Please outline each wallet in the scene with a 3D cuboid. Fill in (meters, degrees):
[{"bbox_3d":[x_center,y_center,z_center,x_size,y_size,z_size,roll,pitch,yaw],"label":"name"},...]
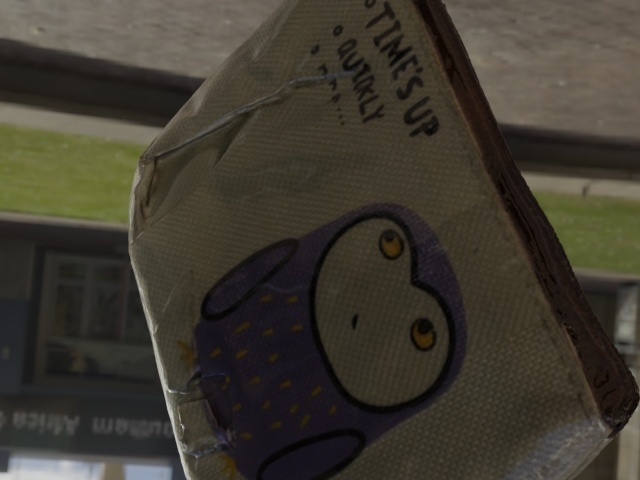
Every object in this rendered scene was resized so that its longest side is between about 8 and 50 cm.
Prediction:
[{"bbox_3d":[0.003,0.000,0.622,0.275,0.335,0.068,-36,150,31],"label":"wallet"}]
